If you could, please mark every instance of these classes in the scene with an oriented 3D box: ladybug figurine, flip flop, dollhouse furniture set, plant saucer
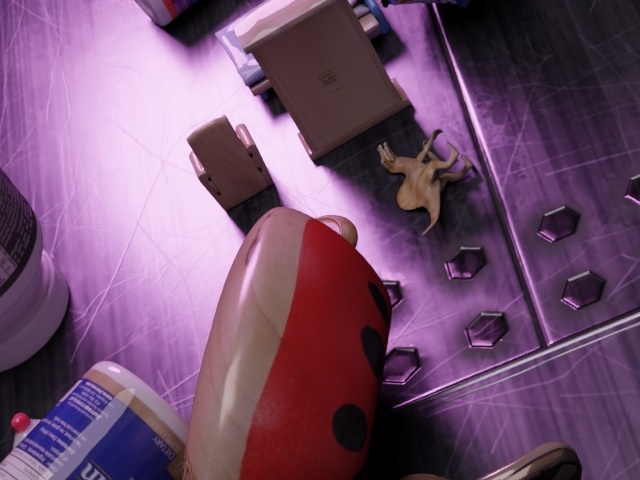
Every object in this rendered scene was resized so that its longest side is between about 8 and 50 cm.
[{"bbox_3d":[-0.024,0.143,1.779,0.162,0.305,0.449,9,30,3],"label":"ladybug figurine"},{"bbox_3d":[0.109,0.250,1.730,0.277,0.112,0.080,-28,57,-1],"label":"flip flop"},{"bbox_3d":[-0.078,-0.253,2.228,0.286,0.198,0.303,-30,43,2],"label":"dollhouse furniture set"},{"bbox_3d":[0.000,0.000,2.089,0.083,0.015,0.083,-15,46,17],"label":"plant saucer"}]

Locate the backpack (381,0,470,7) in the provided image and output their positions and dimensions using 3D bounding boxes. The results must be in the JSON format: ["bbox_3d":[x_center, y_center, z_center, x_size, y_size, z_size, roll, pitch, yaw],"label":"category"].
[{"bbox_3d":[0.147,-0.409,2.218,0.213,0.276,0.263,6,57,17],"label":"backpack"}]

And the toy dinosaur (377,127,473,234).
[{"bbox_3d":[0.124,-0.065,2.064,0.092,0.053,0.183,-44,35,10],"label":"toy dinosaur"}]

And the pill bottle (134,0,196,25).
[{"bbox_3d":[-0.168,-0.383,2.459,0.193,0.108,0.108,-40,44,-8],"label":"pill bottle"}]

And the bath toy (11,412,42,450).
[{"bbox_3d":[-0.389,0.303,1.946,0.348,0.129,0.151,-33,31,-3],"label":"bath toy"}]

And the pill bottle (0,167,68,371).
[{"bbox_3d":[-0.444,-0.018,2.104,0.210,0.363,0.210,-16,46,17],"label":"pill bottle"}]

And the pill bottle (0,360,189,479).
[{"bbox_3d":[-0.250,0.261,1.835,0.153,0.153,0.264,27,67,42],"label":"pill bottle"}]
